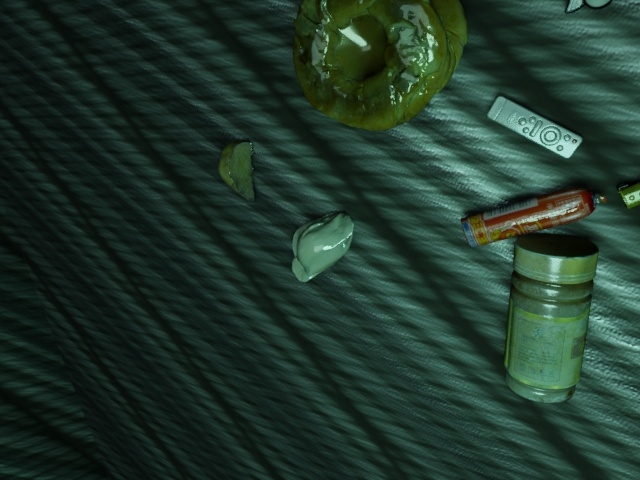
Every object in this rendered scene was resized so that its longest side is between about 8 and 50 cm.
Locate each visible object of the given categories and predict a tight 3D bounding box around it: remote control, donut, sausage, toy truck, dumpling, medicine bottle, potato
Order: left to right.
[{"bbox_3d":[-0.242,-0.185,1.317,0.089,0.101,0.171,10,113,31],"label":"potato"},{"bbox_3d":[0.000,0.000,1.238,0.229,0.124,0.151,-38,49,27],"label":"dumpling"},{"bbox_3d":[0.115,-0.407,1.008,0.361,0.170,0.360,13,116,28],"label":"donut"},{"bbox_3d":[0.435,-0.051,0.997,0.274,0.074,0.074,-18,96,31],"label":"sausage"},{"bbox_3d":[0.429,-0.229,0.973,0.184,0.027,0.049,33,120,11],"label":"remote control"},{"bbox_3d":[0.467,0.160,0.997,0.151,0.151,0.322,7,109,27],"label":"medicine bottle"},{"bbox_3d":[0.605,-0.095,0.898,0.083,0.054,0.049,-26,92,32],"label":"toy truck"}]

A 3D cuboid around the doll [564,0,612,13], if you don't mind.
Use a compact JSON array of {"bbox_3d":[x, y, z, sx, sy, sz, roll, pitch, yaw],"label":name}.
[{"bbox_3d":[0.525,-0.451,0.824,0.220,0.067,0.090,0,110,31],"label":"doll"}]
